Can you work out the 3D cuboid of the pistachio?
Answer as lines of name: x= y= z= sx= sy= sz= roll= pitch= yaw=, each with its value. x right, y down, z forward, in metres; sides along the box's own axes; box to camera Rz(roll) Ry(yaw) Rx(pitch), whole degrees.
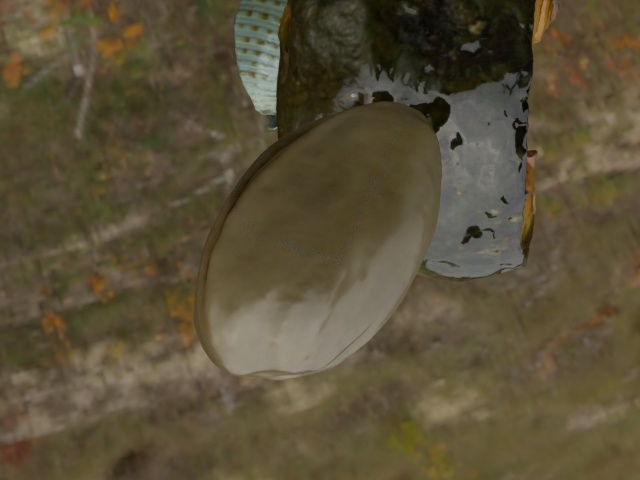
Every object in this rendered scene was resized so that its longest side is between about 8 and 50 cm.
pistachio: x=0.000 y=0.000 z=0.972 sx=0.226 sy=0.136 sz=0.136 roll=-55 pitch=168 yaw=-27

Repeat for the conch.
conch: x=0.001 y=-0.224 z=1.687 sx=0.131 sy=0.200 sz=0.172 roll=-5 pitch=144 yaw=32

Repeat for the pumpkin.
pumpkin: x=0.095 y=-0.114 z=1.302 sx=0.225 sy=0.303 sz=0.256 roll=2 pitch=-170 yaw=15
